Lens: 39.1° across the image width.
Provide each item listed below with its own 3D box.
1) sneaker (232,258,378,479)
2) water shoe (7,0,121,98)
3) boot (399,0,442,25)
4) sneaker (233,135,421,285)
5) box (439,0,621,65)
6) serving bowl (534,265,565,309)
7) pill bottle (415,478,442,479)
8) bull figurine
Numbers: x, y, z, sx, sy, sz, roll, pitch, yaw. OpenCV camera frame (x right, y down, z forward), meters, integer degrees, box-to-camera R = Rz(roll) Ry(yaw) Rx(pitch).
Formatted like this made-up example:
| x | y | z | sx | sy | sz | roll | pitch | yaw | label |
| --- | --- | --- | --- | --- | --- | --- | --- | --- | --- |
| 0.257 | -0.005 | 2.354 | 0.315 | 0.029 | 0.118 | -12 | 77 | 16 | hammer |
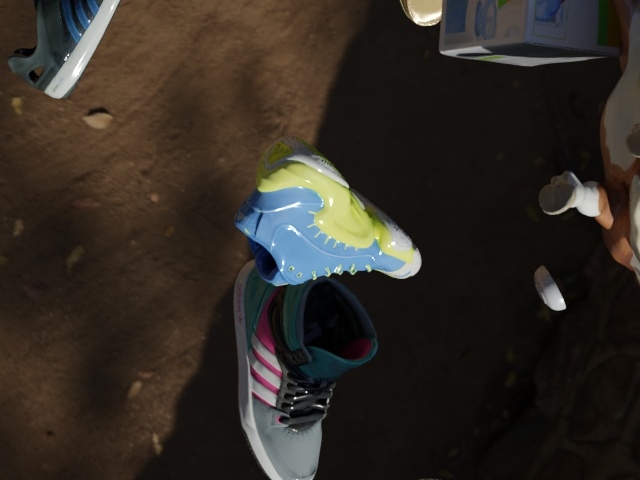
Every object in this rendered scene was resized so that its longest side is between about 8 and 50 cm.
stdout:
| x | y | z | sx | sy | sz | roll | pitch | yaw | label |
| --- | --- | --- | --- | --- | --- | --- | --- | --- | --- |
| -0.008 | 0.164 | 1.098 | 0.124 | 0.178 | 0.295 | -11 | 93 | -39 | sneaker |
| -0.248 | -0.241 | 0.907 | 0.080 | 0.073 | 0.203 | 27 | 105 | -19 | water shoe |
| 0.179 | -0.368 | 1.244 | 0.095 | 0.203 | 0.262 | -8 | 140 | -13 | boot |
| 0.000 | 0.000 | 0.896 | 0.126 | 0.091 | 0.240 | -49 | 131 | 1 | sneaker |
| 0.173 | -0.249 | 0.717 | 0.103 | 0.114 | 0.203 | 0 | 96 | -28 | box |
| 0.390 | 0.086 | 1.550 | 0.027 | 0.083 | 0.083 | -28 | 122 | 5 | serving bowl |
| 0.096 | 0.329 | 0.920 | 0.221 | 0.121 | 0.121 | -1 | 109 | -73 | pill bottle |
| 0.237 | -0.060 | 0.616 | 0.188 | 0.101 | 0.310 | 28 | 61 | -45 | bull figurine |
